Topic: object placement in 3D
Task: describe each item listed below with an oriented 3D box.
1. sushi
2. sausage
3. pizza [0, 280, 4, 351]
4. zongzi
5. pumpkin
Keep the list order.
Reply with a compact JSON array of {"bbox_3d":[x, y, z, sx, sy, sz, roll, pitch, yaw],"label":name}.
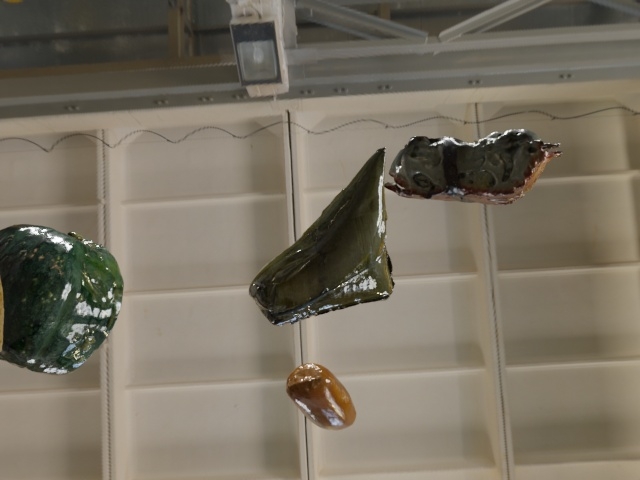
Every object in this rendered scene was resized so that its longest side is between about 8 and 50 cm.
[{"bbox_3d":[0.263,-0.135,0.941,0.332,0.124,0.129,7,-85,33],"label":"sushi"},{"bbox_3d":[0.008,0.310,0.996,0.098,0.238,0.098,-12,-131,14],"label":"sausage"},{"bbox_3d":[-0.355,0.033,0.390,0.194,0.069,0.154,-10,-80,-7],"label":"pizza"},{"bbox_3d":[0.000,0.000,1.183,0.356,0.174,0.392,-16,-58,-22],"label":"zongzi"},{"bbox_3d":[-0.537,0.095,0.937,0.293,0.197,0.263,21,-99,35],"label":"pumpkin"}]
